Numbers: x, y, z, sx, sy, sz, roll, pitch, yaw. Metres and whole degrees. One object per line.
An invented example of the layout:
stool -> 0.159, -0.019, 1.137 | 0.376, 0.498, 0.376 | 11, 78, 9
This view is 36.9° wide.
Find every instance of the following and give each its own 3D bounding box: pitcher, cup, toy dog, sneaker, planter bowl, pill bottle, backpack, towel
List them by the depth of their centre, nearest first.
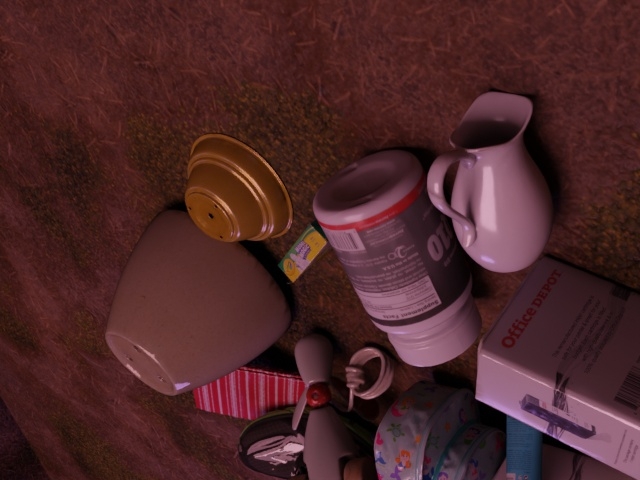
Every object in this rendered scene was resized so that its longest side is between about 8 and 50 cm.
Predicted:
pitcher -> 0.201, -0.050, 1.172 | 0.125, 0.178, 0.207 | 25, 143, 42
pill bottle -> 0.118, 0.029, 1.359 | 0.161, 0.161, 0.283 | 1, 129, 45
backpack -> 0.200, 0.369, 1.599 | 0.191, 0.225, 0.253 | 3, 119, 41
planter bowl -> -0.159, -0.064, 1.602 | 0.217, 0.090, 0.217 | 27, 144, 22
toy dog -> 0.031, 0.350, 1.743 | 0.220, 0.333, 0.161 | 6, 164, 25
cup -> -0.254, 0.143, 1.764 | 0.331, 0.237, 0.331 | 29, 150, 19
sneaker -> 0.040, 0.475, 1.856 | 0.483, 0.202, 0.185 | 18, 128, 21
towel -> -0.125, 0.308, 1.941 | 0.275, 0.031, 0.199 | 9, 140, 6

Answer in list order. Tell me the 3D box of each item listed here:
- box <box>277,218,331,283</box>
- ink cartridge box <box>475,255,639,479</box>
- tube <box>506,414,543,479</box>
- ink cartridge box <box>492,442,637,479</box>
box -> 0.000, 0.000, 1.495 | 0.043, 0.105, 0.179 | 47, 147, 7
ink cartridge box -> 0.361, 0.163, 1.227 | 0.273, 0.197, 0.114 | 25, 142, 25
tube -> 0.312, 0.309, 1.470 | 0.052, 0.207, 0.080 | 16, 162, -41
ink cartridge box -> 0.433, 0.443, 1.519 | 0.283, 0.117, 0.207 | 11, 142, 38
